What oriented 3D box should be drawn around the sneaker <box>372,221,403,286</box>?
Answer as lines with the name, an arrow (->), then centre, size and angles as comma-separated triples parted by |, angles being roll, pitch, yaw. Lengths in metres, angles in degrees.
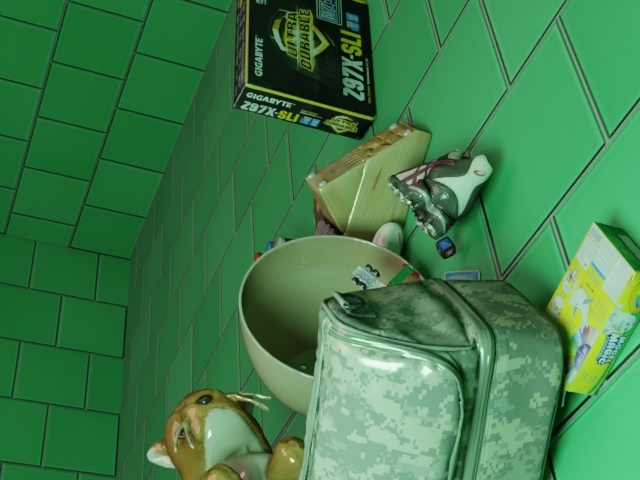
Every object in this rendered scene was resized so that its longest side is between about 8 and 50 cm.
sneaker -> 0.112, 0.053, 1.621 | 0.075, 0.057, 0.161 | 19, 95, 54

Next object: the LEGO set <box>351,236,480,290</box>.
LEGO set -> 0.130, 0.108, 1.397 | 0.060, 0.183, 0.244 | 70, -160, -54

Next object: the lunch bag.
lunch bag -> 0.104, 0.202, 1.158 | 0.212, 0.256, 0.305 | -120, 35, -65

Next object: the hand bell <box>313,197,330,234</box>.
hand bell -> 0.000, 0.000, 1.804 | 0.126, 0.126, 0.241 | -178, 94, -71

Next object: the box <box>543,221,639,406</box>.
box -> 0.288, 0.083, 1.103 | 0.105, 0.043, 0.179 | -109, 38, -57

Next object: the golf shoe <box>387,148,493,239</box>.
golf shoe -> 0.175, -0.071, 1.474 | 0.120, 0.105, 0.273 | -38, 9, 1

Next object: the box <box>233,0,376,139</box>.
box -> -0.031, -0.357, 1.961 | 0.079, 0.257, 0.321 | 126, 151, -47

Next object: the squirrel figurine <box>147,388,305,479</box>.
squirrel figurine -> -0.098, 0.408, 1.523 | 0.370, 0.281, 0.397 | 45, 159, 32

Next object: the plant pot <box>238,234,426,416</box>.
plant pot -> 0.015, 0.156, 1.519 | 0.284, 0.284, 0.190 | -98, 12, -45

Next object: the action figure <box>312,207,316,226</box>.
action figure -> 0.054, -0.087, 1.842 | 0.232, 0.064, 0.137 | 174, 110, -74

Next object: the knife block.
knife block -> 0.092, -0.030, 1.700 | 0.276, 0.242, 0.088 | -32, 23, -6

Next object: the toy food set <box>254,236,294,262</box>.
toy food set -> -0.051, 0.058, 1.981 | 0.232, 0.105, 0.111 | -117, 44, -62
